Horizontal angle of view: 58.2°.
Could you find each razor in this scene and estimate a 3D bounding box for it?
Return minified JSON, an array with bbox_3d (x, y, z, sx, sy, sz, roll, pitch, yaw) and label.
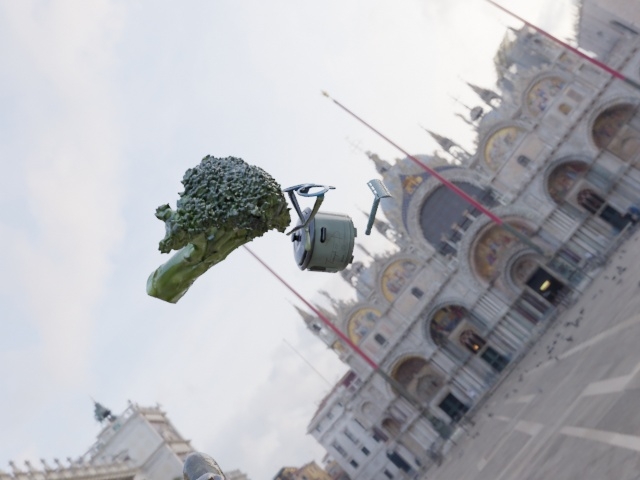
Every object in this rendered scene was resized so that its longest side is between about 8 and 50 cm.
[{"bbox_3d":[0.202,-0.110,2.193,0.068,0.106,0.232,-5,-47,-20],"label":"razor"}]

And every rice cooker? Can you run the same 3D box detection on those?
[{"bbox_3d":[0.000,0.000,2.164,0.280,0.226,0.242,160,114,-71],"label":"rice cooker"}]

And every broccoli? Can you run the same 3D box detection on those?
[{"bbox_3d":[-0.234,-0.022,1.348,0.352,0.275,0.397,-11,-35,-26],"label":"broccoli"}]

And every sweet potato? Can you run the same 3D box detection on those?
[{"bbox_3d":[-0.354,0.848,1.919,0.130,0.422,0.131,-18,-57,-29],"label":"sweet potato"}]

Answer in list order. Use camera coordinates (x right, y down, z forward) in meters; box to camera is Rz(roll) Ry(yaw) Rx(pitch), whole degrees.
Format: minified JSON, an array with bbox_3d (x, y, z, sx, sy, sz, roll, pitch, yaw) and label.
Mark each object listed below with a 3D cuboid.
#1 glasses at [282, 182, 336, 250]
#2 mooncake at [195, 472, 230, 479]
[{"bbox_3d":[-0.060,-0.085,1.693,0.102,0.239,0.207,19,-93,-27],"label":"glasses"},{"bbox_3d":[-0.354,0.835,1.597,0.350,0.212,0.381,-40,11,-28],"label":"mooncake"}]
